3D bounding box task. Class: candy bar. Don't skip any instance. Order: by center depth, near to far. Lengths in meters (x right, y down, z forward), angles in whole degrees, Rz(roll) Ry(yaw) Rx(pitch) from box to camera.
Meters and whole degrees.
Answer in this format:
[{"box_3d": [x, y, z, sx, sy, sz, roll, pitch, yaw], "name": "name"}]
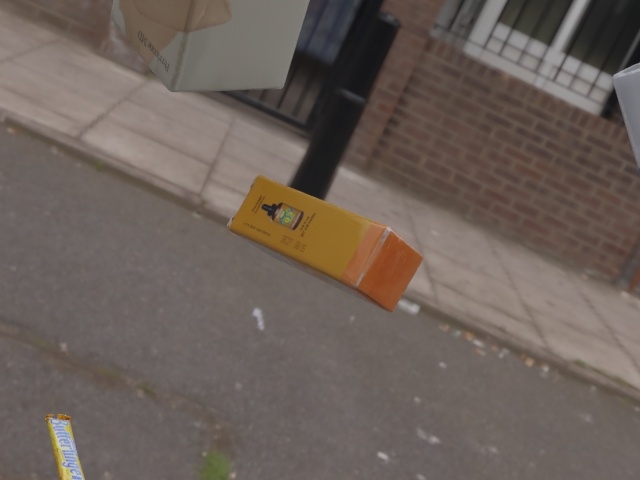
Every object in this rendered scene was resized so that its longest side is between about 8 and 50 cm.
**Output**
[{"box_3d": [-0.355, 0.298, 1.463, 0.040, 0.018, 0.161, 7, 29, -28], "name": "candy bar"}]

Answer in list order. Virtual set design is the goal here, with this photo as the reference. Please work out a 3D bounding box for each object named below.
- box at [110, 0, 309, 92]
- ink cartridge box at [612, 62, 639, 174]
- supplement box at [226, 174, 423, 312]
[{"box_3d": [-0.073, -0.293, 0.890, 0.121, 0.311, 0.148, -8, 42, -35], "name": "box"}, {"box_3d": [0.286, -0.058, 0.728, 0.082, 0.139, 0.191, -17, -5, 32], "name": "ink cartridge box"}, {"box_3d": [0.000, 0.000, 1.179, 0.233, 0.078, 0.080, 25, -8, 44], "name": "supplement box"}]
